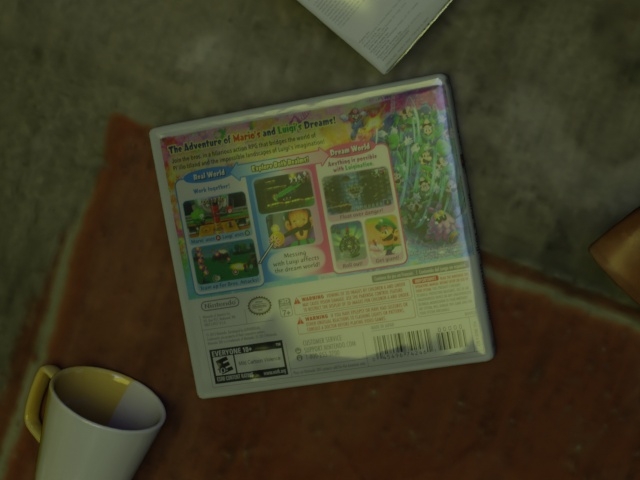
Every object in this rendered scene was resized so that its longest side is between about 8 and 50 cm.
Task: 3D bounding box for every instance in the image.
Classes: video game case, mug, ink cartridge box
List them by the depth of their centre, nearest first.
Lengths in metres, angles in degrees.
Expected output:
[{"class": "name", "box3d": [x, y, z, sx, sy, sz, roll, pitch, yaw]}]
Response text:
[{"class": "ink cartridge box", "box3d": [0.008, -0.140, 0.701, 0.115, 0.029, 0.063, 40, 104, -10]}, {"class": "video game case", "box3d": [0.000, 0.000, 0.739, 0.157, 0.019, 0.143, -9, 93, 16]}, {"class": "mug", "box3d": [-0.121, 0.105, 0.769, 0.062, 0.078, 0.064, 13, 111, -20]}]

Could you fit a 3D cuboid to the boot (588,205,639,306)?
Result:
[{"class": "boot", "box3d": [0.301, 0.009, 0.628, 0.264, 0.096, 0.280, 42, 109, -3]}]
